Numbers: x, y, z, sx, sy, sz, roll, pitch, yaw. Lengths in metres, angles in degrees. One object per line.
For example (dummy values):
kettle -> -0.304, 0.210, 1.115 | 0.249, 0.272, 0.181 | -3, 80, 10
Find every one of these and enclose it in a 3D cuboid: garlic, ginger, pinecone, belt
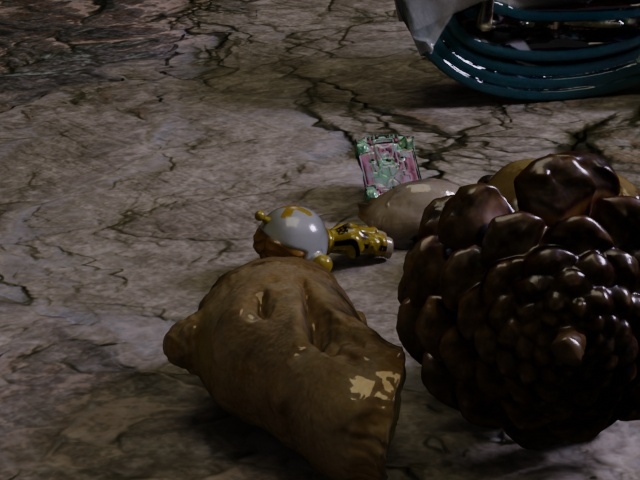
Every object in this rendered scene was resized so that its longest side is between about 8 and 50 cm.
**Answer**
garlic -> 0.115, -0.037, 1.815 | 0.152, 0.066, 0.084 | -7, 19, 0
ginger -> -0.014, 0.101, 1.404 | 0.190, 0.126, 0.354 | 0, 16, -26
pinecone -> 0.178, 0.042, 1.388 | 0.244, 0.244, 0.309 | -9, 9, -11
belt -> 0.313, -0.349, 2.257 | 0.436, 0.300, 0.173 | -7, 21, -6

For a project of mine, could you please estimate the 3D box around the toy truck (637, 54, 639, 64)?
toy truck -> 0.533, -0.274, 2.154 | 0.256, 0.140, 0.108 | -44, 13, 14

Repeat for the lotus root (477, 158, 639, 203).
lotus root -> 0.230, -0.027, 1.706 | 0.221, 0.118, 0.125 | 12, -6, 42

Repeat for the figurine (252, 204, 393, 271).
figurine -> 0.003, 0.002, 1.748 | 0.143, 0.068, 0.101 | 11, 17, 3

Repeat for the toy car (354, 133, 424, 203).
toy car -> 0.078, -0.069, 1.921 | 0.069, 0.055, 0.142 | -5, 42, -5
